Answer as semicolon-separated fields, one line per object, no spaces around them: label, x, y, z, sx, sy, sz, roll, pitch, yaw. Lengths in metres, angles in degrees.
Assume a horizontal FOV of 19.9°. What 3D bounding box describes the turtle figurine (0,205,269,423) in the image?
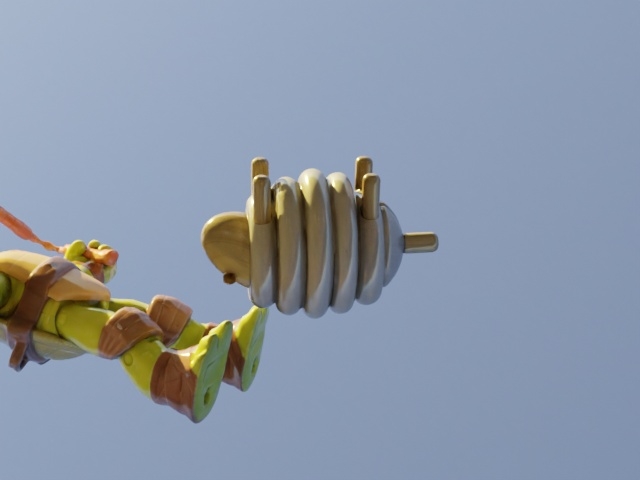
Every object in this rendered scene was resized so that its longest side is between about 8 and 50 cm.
turtle figurine;-0.151;0.037;1.036;0.217;0.269;0.087;20;-89;15

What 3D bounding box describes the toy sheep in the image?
toy sheep;0.000;0.000;1.005;0.132;0.091;0.091;0;-118;-2
